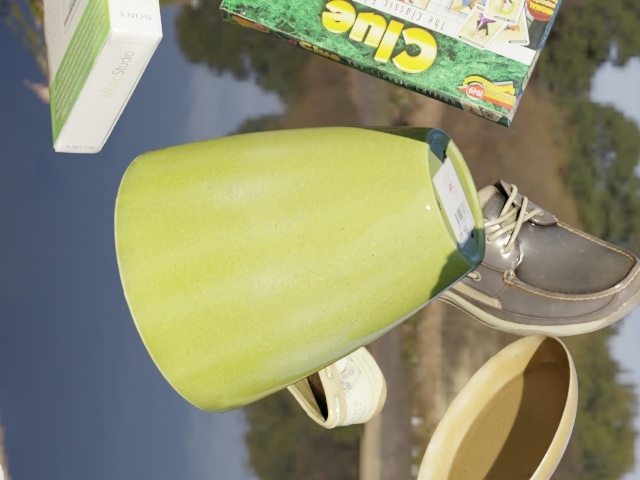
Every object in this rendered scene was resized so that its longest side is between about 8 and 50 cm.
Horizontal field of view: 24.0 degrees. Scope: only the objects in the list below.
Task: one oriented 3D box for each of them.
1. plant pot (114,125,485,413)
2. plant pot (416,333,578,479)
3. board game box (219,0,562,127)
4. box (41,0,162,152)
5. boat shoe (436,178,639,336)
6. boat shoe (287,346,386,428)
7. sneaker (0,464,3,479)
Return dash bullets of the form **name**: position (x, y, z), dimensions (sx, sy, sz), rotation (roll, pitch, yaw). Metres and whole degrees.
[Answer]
- **plant pot**: position (0.000, 0.000, 1.454), dimensions (0.275, 0.293, 0.275), rotation (49, 32, -45)
- **plant pot**: position (0.178, 0.201, 1.485), dimensions (0.236, 0.032, 0.236), rotation (-49, -162, 22)
- **board game box**: position (0.061, -0.201, 1.251), dimensions (0.030, 0.259, 0.136), rotation (72, 41, -75)
- **box**: position (-0.234, -0.284, 1.553), dimensions (0.232, 0.058, 0.322), rotation (132, -43, -55)
- **boat shoe**: position (0.187, 0.009, 1.667), dimensions (0.132, 0.355, 0.130), rotation (-51, 136, -35)
- **boat shoe**: position (-0.036, 0.100, 1.761), dimensions (0.089, 0.285, 0.105), rotation (-9, 138, -47)
- **sneaker**: position (-0.275, 0.180, 1.152), dimensions (0.152, 0.058, 0.084), rotation (88, -24, -44)
